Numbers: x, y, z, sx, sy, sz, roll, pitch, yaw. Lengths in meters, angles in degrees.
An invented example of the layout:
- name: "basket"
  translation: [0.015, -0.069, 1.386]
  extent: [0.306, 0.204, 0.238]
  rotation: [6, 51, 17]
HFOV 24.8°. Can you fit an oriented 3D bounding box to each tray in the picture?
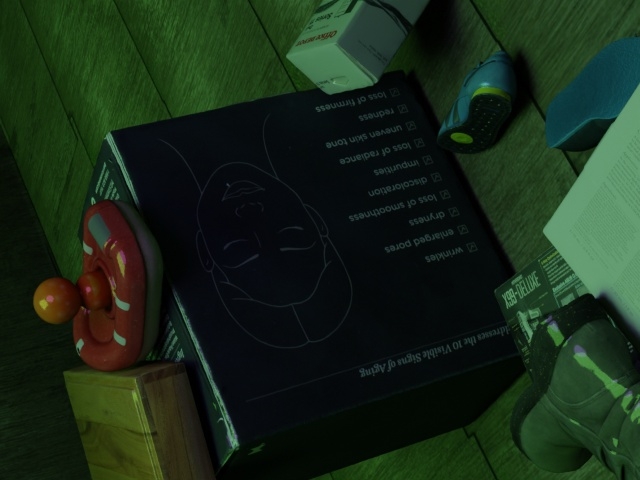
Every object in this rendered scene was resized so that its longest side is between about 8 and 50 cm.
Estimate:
- name: "tray"
  translation: [-0.251, 0.269, 1.973]
  extent: [0.411, 0.076, 0.203]
  rotation: [-10, 95, 68]

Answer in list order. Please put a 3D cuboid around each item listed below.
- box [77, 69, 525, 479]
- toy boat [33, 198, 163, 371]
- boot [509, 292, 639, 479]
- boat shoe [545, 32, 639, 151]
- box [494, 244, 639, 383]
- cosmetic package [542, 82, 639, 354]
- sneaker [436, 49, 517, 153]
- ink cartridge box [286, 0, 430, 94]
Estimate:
- name: "box"
  translation: [-0.027, 0.066, 2.045]
  extent: [0.472, 0.480, 0.297]
  rotation: [65, 153, 22]
- name: "toy boat"
  translation: [-0.292, 0.068, 1.850]
  extent: [0.151, 0.151, 0.231]
  rotation: [52, 145, 41]
- name: "boot"
  translation: [0.322, 0.232, 1.619]
  extent: [0.223, 0.118, 0.338]
  rotation: [52, 167, 31]
- name: "boat shoe"
  translation: [0.346, -0.169, 1.653]
  extent: [0.258, 0.089, 0.109]
  rotation: [156, 119, -70]
- name: "box"
  translation: [0.353, 0.110, 1.779]
  extent: [0.242, 0.076, 0.307]
  rotation: [68, 152, 16]
- name: "cosmetic package"
  translation: [0.422, 0.027, 1.478]
  extent: [0.377, 0.097, 0.284]
  rotation: [55, 144, 25]
- name: "sneaker"
  translation: [0.213, -0.182, 1.941]
  extent: [0.209, 0.069, 0.082]
  rotation: [122, 162, -66]
- name: "ink cartridge box"
  translation: [0.064, -0.311, 1.988]
  extent: [0.087, 0.208, 0.153]
  rotation: [39, 162, -22]
